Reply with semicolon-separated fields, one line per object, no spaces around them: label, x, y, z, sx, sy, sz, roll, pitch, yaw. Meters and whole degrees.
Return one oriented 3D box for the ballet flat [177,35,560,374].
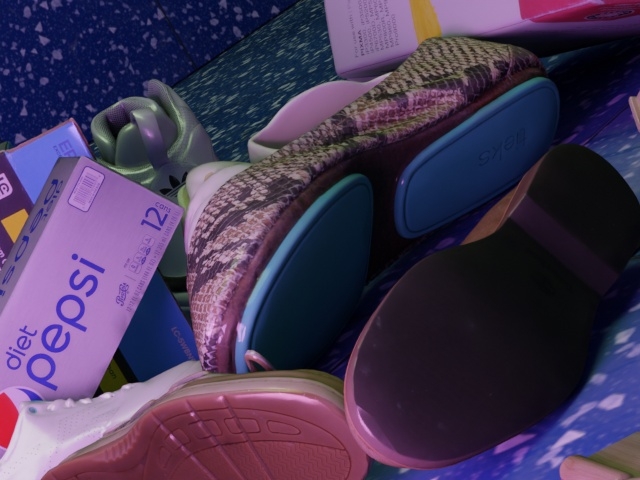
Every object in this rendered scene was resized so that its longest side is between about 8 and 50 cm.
ballet flat;0.005;-0.036;1.407;0.182;0.164;0.483;21;39;27

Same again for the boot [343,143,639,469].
boot;0.090;0.056;1.065;0.115;0.112;0.305;-44;-1;40

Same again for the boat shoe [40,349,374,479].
boat shoe;-0.065;0.123;1.100;0.285;0.104;0.089;-19;19;45

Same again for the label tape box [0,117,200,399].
label tape box;-0.271;0.053;1.557;0.334;0.240;0.106;-25;11;20

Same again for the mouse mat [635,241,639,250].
mouse mat;0.144;0.029;1.229;0.190;0.007;0.153;-38;14;-28

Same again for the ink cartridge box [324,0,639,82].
ink cartridge box;0.212;-0.259;1.635;0.279;0.160;0.385;-9;0;-33

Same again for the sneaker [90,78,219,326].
sneaker;-0.158;-0.038;1.728;0.137;0.210;0.366;-33;12;-14

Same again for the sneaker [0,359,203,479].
sneaker;-0.167;0.135;1.269;0.212;0.094;0.080;-38;-25;-33

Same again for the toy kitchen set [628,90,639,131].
toy kitchen set;0.271;-0.075;1.315;0.083;0.075;0.068;0;-37;-14

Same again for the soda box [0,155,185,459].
soda box;-0.211;0.081;1.338;0.286;0.091;0.098;-64;18;-6

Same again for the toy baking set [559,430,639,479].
toy baking set;0.219;0.071;0.816;0.256;0.030;0.197;-16;18;50
